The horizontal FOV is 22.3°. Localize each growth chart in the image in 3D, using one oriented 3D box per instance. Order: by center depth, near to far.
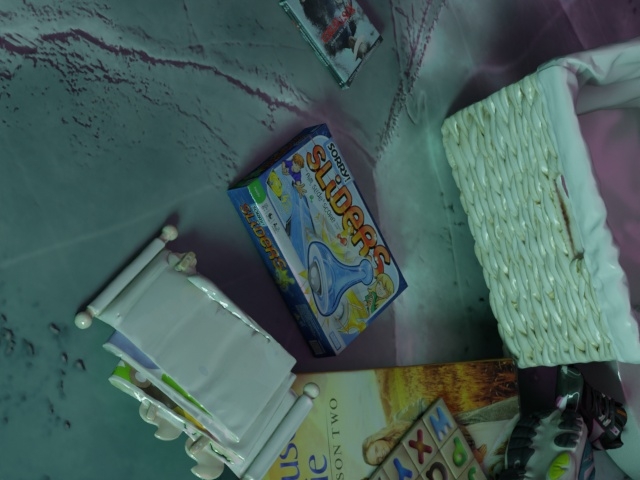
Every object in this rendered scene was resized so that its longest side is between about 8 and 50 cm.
[{"bbox_3d":[-0.112,0.112,1.485,0.237,0.021,0.172,46,53,3],"label":"growth chart"}]

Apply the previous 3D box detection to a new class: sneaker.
[{"bbox_3d":[0.234,0.295,1.697,0.275,0.107,0.110,-54,129,-44],"label":"sneaker"},{"bbox_3d":[0.310,0.192,1.850,0.178,0.077,0.072,58,35,-61],"label":"sneaker"}]

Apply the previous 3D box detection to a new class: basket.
[{"bbox_3d":[0.351,-0.041,1.785,0.331,0.266,0.328,-13,86,-30],"label":"basket"}]

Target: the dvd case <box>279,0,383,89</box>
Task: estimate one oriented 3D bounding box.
[{"bbox_3d":[0.013,-0.233,1.732,0.119,0.013,0.087,53,51,-24],"label":"dvd case"}]

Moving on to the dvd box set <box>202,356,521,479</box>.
[{"bbox_3d":[0.061,0.279,1.654,0.420,0.062,0.308,1,81,-44],"label":"dvd box set"}]

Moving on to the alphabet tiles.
[{"bbox_3d":[0.106,0.307,1.642,0.237,0.009,0.198,-44,113,-40],"label":"alphabet tiles"}]

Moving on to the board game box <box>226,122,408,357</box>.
[{"bbox_3d":[0.000,0.000,1.662,0.136,0.035,0.201,-42,112,-40],"label":"board game box"}]

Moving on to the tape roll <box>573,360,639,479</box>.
[{"bbox_3d":[0.461,0.126,2.059,0.392,0.072,0.392,10,75,-43],"label":"tape roll"}]
